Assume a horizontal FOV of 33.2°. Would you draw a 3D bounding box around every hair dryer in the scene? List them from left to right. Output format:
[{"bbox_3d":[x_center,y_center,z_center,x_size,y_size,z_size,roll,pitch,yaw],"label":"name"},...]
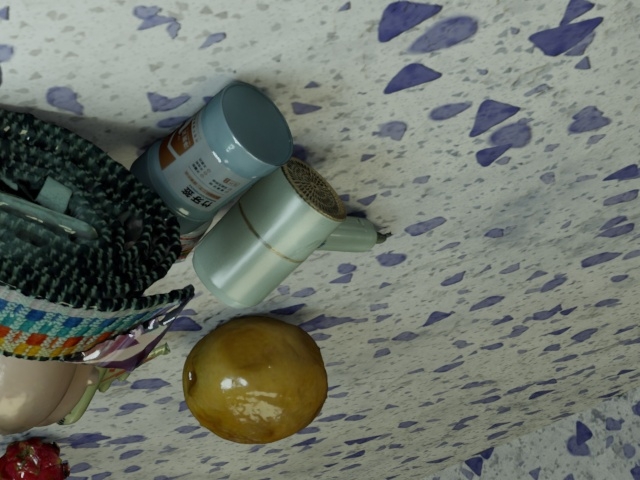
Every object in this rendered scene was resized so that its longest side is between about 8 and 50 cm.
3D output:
[{"bbox_3d":[0.000,0.000,1.371,0.173,0.108,0.357,-43,157,21],"label":"hair dryer"}]

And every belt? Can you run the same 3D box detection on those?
[{"bbox_3d":[-0.288,0.004,1.059,0.295,0.207,0.160,18,141,-31],"label":"belt"}]

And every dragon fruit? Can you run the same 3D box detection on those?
[{"bbox_3d":[-0.536,0.436,1.980,0.136,0.133,0.166,-4,153,-39],"label":"dragon fruit"}]

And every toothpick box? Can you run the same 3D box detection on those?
[{"bbox_3d":[-0.116,-0.084,1.120,0.153,0.101,0.101,-34,150,34],"label":"toothpick box"}]

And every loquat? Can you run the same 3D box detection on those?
[{"bbox_3d":[-0.104,0.224,1.690,0.238,0.193,0.238,-16,151,-9],"label":"loquat"}]

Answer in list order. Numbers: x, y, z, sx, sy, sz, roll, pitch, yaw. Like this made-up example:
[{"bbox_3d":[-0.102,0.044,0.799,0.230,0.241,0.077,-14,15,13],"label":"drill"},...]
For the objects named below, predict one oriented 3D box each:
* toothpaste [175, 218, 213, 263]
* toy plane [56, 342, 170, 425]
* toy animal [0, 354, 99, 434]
[{"bbox_3d":[-0.179,-0.009,1.318,0.089,0.057,0.234,-14,165,-27],"label":"toothpaste"},{"bbox_3d":[-0.352,0.196,1.589,0.241,0.104,0.256,-5,156,-37],"label":"toy plane"},{"bbox_3d":[-0.381,0.153,1.358,0.229,0.210,0.221,10,170,45],"label":"toy animal"}]
